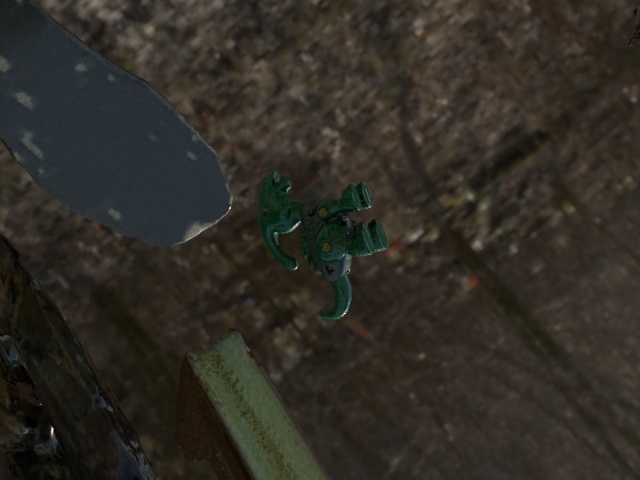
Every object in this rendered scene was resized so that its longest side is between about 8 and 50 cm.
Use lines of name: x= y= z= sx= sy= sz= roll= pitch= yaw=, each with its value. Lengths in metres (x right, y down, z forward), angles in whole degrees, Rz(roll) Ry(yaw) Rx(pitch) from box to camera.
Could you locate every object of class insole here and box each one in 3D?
insole: x=-0.132 y=-0.070 z=0.659 sx=0.081 sy=0.011 sz=0.248 roll=-35 pitch=133 yaw=11

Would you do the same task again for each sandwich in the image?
sandwich: x=-0.067 y=0.205 z=1.256 sx=0.088 sy=0.244 sz=0.090 roll=-21 pitch=-170 yaw=48

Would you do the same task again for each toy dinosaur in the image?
toy dinosaur: x=0.000 y=0.000 z=1.084 sx=0.096 sy=0.132 sz=0.059 roll=-15 pitch=180 yaw=21

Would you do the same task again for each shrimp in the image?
shrimp: x=-0.170 y=0.166 z=0.911 sx=0.085 sy=0.445 sz=0.272 roll=-19 pitch=149 yaw=-33

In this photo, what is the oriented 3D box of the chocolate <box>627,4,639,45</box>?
chocolate: x=0.371 y=-0.240 z=1.405 sx=0.086 sy=0.028 sz=0.182 roll=-9 pitch=-158 yaw=21
